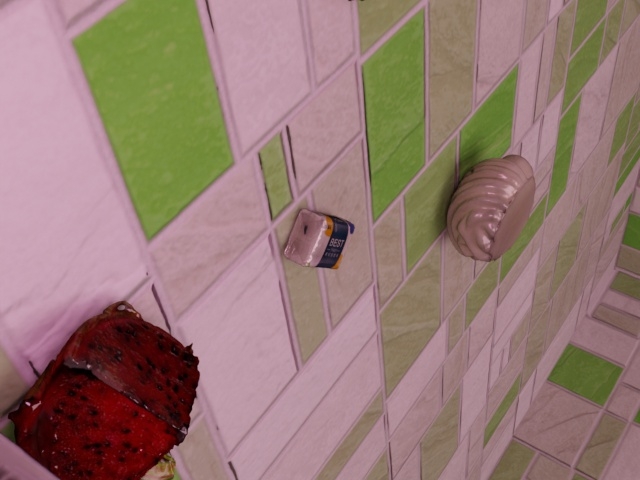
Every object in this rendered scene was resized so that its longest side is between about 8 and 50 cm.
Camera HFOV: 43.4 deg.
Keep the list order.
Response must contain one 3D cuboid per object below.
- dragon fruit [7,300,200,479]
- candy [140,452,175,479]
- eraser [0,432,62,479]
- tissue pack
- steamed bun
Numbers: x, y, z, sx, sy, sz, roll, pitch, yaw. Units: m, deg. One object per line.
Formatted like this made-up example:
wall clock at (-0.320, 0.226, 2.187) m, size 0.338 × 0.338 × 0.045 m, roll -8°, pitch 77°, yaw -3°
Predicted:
dragon fruit at (-0.192, 0.141, 0.674) m, size 0.161 × 0.120 × 0.127 m, roll -44°, pitch -162°, yaw 11°
candy at (-0.222, 0.292, 0.760) m, size 0.077 × 0.073 × 0.262 m, roll 24°, pitch 98°, yaw -45°
eraser at (-0.185, 0.198, 0.495) m, size 0.081 × 0.278 × 0.124 m, roll -43°, pitch 144°, yaw -36°
tissue pack at (0.000, 0.000, 0.922) m, size 0.083 × 0.042 × 0.062 m, roll 11°, pitch 105°, yaw -62°
steamed bun at (0.265, -0.054, 1.282) m, size 0.183 × 0.106 × 0.183 m, roll -40°, pitch 146°, yaw -35°
